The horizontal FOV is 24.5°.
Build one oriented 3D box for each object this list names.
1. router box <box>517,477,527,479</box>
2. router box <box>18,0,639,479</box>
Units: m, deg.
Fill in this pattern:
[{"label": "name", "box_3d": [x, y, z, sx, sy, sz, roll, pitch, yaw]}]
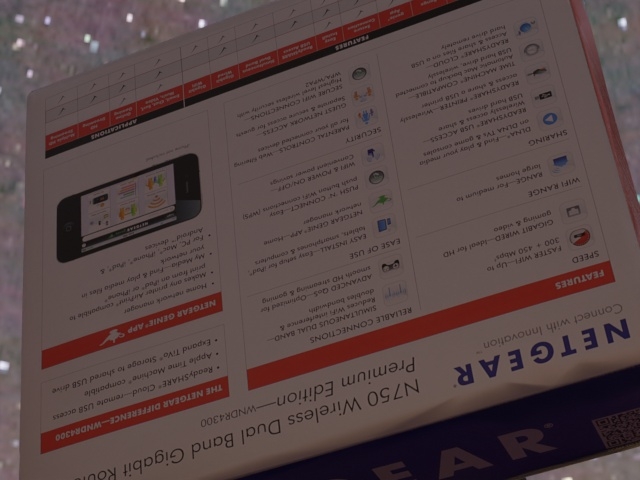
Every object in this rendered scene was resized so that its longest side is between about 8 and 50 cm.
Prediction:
[{"label": "router box", "box_3d": [0.219, 0.435, 1.841, 0.081, 0.243, 0.309, -3, -67, -5]}, {"label": "router box", "box_3d": [0.000, 0.000, 0.799, 0.335, 0.301, 0.082, -17, -37, 15]}]
